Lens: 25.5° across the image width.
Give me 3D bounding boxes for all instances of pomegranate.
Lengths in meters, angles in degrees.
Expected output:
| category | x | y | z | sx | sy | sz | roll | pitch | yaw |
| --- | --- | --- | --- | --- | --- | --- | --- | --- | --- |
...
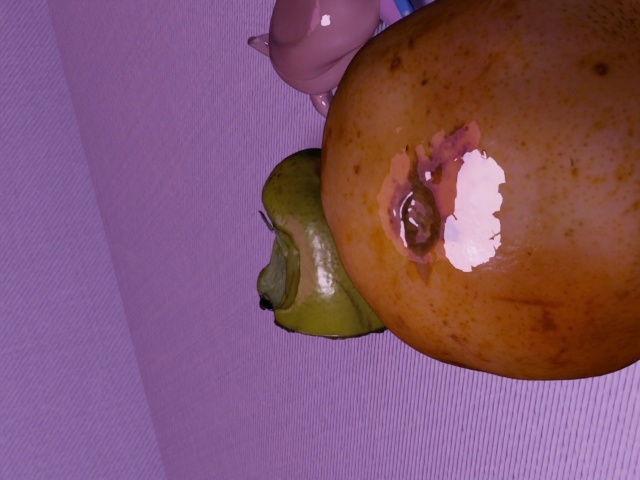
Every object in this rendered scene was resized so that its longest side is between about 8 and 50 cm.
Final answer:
| category | x | y | z | sx | sy | sz | roll | pitch | yaw |
| --- | --- | --- | --- | --- | --- | --- | --- | --- | --- |
| pomegranate | 0.203 | -0.072 | 1.347 | 0.416 | 0.416 | 0.417 | 169 | 90 | -67 |

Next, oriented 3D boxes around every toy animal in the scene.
| category | x | y | z | sx | sy | sz | roll | pitch | yaw |
| --- | --- | --- | --- | --- | --- | --- | --- | --- | --- |
| toy animal | 0.004 | -0.295 | 1.977 | 0.166 | 0.154 | 0.250 | 61 | 156 | 18 |

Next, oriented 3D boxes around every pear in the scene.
| category | x | y | z | sx | sy | sz | roll | pitch | yaw |
| --- | --- | --- | --- | --- | --- | --- | --- | --- | --- |
| pear | 0.000 | 0.000 | 2.122 | 0.238 | 0.164 | 0.255 | -137 | 42 | -58 |

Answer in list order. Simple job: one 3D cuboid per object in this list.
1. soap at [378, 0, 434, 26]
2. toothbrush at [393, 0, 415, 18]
| category | x | y | z | sx | sy | sz | roll | pitch | yaw |
| --- | --- | --- | --- | --- | --- | --- | --- | --- | --- |
| soap | 0.158 | -0.384 | 1.629 | 0.193 | 0.109 | 0.324 | 48 | 142 | 49 |
| toothbrush | 0.092 | -0.277 | 1.646 | 0.386 | 0.040 | 0.040 | 54 | 147 | 41 |
